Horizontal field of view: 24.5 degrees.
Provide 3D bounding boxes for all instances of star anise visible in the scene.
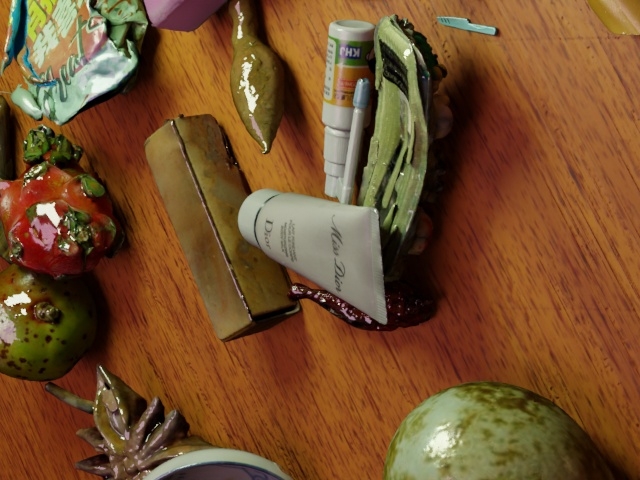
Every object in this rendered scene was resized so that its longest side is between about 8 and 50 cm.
[{"bbox_3d":[-0.270,0.329,2.243,0.349,0.109,0.292,1,95,30],"label":"star anise"}]

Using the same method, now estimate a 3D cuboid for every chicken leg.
[{"bbox_3d":[0.057,0.078,1.871,0.219,0.048,0.089,-2,136,45],"label":"chicken leg"}]

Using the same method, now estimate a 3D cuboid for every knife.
[{"bbox_3d":[0.170,-0.251,1.711,0.091,0.005,0.014,19,115,42],"label":"knife"}]

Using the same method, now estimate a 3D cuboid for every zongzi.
[{"bbox_3d":[-0.521,-0.103,2.412,0.241,0.111,0.248,41,123,9],"label":"zongzi"}]

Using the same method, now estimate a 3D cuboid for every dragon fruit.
[{"bbox_3d":[-0.401,-0.067,2.237,0.200,0.198,0.269,-28,63,53],"label":"dragon fruit"}]

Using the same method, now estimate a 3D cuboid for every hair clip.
[{"bbox_3d":[0.107,-0.107,1.746,0.138,0.091,0.321,-118,29,-51],"label":"hair clip"}]

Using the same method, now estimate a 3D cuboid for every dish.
[{"bbox_3d":[-0.147,0.386,2.090,0.134,0.273,0.273,-98,19,-62],"label":"dish"}]

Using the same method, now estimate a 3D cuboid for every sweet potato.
[{"bbox_3d":[-0.086,-0.231,1.935,0.075,0.075,0.269,-26,67,46],"label":"sweet potato"}]

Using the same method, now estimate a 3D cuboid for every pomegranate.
[{"bbox_3d":[-0.454,0.117,2.347,0.246,0.198,0.198,-104,18,-69],"label":"pomegranate"}]

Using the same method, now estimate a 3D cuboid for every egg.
[{"bbox_3d":[0.210,0.289,1.654,0.289,0.238,0.238,32,126,7],"label":"egg"}]

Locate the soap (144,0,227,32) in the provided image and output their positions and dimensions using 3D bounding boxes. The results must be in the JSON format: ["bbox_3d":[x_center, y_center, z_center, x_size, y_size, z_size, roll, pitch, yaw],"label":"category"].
[{"bbox_3d":[-0.142,-0.410,1.912,0.259,0.081,0.181,-31,65,46],"label":"soap"}]

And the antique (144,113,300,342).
[{"bbox_3d":[-0.139,-0.022,2.026,0.087,0.093,0.310,-32,77,45],"label":"antique"}]

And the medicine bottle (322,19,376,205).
[{"bbox_3d":[0.036,-0.156,1.821,0.092,0.061,0.221,-118,31,-66],"label":"medicine bottle"}]

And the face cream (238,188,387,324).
[{"bbox_3d":[0.000,0.000,1.847,0.314,0.089,0.143,21,119,56],"label":"face cream"}]

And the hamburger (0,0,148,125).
[{"bbox_3d":[-0.342,-0.295,2.147,0.260,0.150,0.276,-19,71,30],"label":"hamburger"}]

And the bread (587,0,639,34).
[{"bbox_3d":[0.319,-0.237,1.530,0.103,0.049,0.062,59,134,19],"label":"bread"}]
